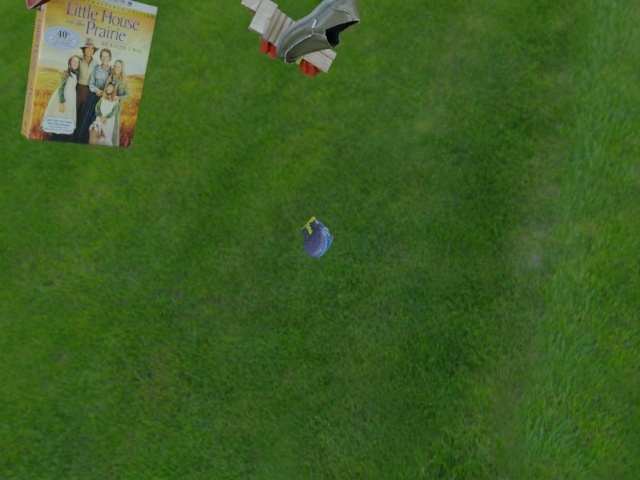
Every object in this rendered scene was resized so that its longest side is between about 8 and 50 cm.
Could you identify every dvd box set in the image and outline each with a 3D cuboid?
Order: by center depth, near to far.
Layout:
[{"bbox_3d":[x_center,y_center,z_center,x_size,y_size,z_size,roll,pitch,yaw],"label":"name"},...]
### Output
[{"bbox_3d":[-0.636,-0.473,1.707,0.308,0.420,0.062,-1,25,-44],"label":"dvd box set"}]

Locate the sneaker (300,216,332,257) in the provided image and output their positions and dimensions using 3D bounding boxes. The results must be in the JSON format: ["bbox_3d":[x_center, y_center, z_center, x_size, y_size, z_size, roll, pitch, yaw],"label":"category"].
[{"bbox_3d":[0.000,0.000,1.236,0.053,0.059,0.144,-43,20,14],"label":"sneaker"}]

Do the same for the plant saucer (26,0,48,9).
[{"bbox_3d":[-0.593,-0.690,1.411,0.259,0.048,0.258,-15,78,34],"label":"plant saucer"}]

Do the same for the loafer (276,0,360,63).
[{"bbox_3d":[-0.006,-0.489,1.461,0.094,0.251,0.087,-22,84,-51],"label":"loafer"}]

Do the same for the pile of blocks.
[{"bbox_3d":[-0.111,-0.542,1.683,0.149,0.362,0.112,30,95,39],"label":"pile of blocks"}]
